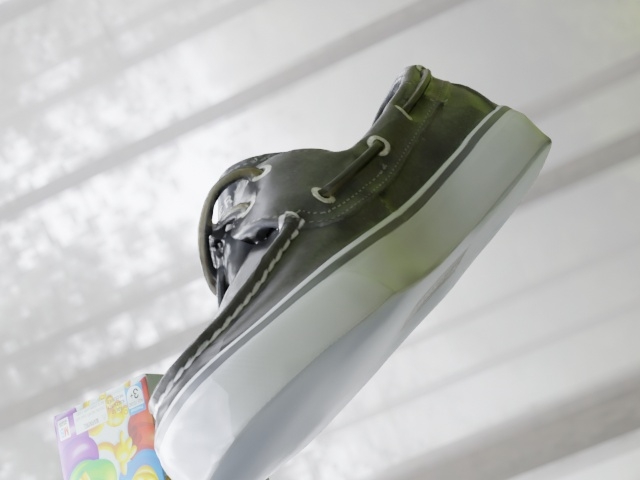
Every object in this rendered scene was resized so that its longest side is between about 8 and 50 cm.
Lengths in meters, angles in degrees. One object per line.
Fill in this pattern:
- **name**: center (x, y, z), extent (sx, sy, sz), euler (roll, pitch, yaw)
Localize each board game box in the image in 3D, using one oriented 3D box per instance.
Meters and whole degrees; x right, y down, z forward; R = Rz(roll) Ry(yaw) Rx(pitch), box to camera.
- **board game box**: center (-0.135, 0.279, 1.797), extent (0.144, 0.142, 0.275), euler (8, -117, -47)

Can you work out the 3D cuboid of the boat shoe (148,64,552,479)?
- **boat shoe**: center (0.000, 0.000, 0.616), extent (0.076, 0.080, 0.228), euler (36, -139, 10)
